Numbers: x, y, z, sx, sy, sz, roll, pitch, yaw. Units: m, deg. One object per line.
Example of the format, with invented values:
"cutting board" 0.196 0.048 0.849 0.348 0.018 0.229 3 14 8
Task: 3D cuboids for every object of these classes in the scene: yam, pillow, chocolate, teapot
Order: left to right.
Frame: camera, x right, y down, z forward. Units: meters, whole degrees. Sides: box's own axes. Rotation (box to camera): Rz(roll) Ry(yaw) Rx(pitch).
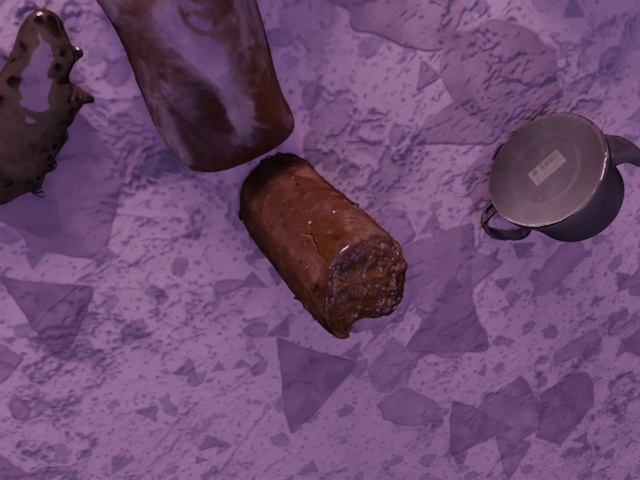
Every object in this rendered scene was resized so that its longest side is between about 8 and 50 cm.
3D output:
"pillow" -0.308 -0.120 0.728 0.093 0.051 0.241 26 107 -24
"chocolate" -0.122 -0.184 0.738 0.157 0.080 0.254 -23 124 -5
"yam" -0.002 0.001 0.804 0.129 0.238 0.128 30 100 -38
"teapot" 0.329 -0.064 0.939 0.239 0.162 0.149 -32 141 31
